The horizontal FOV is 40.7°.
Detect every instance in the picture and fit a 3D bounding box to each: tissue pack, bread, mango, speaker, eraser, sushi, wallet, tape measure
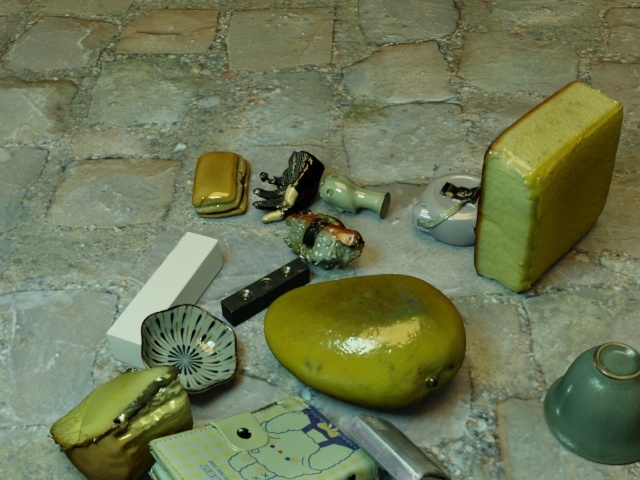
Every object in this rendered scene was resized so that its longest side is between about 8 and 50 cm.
[{"bbox_3d":[0.123,0.343,1.374,0.156,0.112,0.051,38,96,38],"label":"tissue pack"},{"bbox_3d":[-0.224,-0.133,1.949,0.116,0.077,0.200,-8,41,6],"label":"bread"},{"bbox_3d":[0.073,0.164,1.520,0.365,0.182,0.253,11,45,14],"label":"mango"},{"bbox_3d":[-0.321,0.308,1.403,0.204,0.162,0.262,-33,8,-27],"label":"bread"},{"bbox_3d":[-0.107,0.101,1.701,0.191,0.046,0.040,-29,50,-28],"label":"speaker"},{"bbox_3d":[0.441,-0.104,1.695,0.143,0.323,0.333,31,50,32],"label":"bread"},{"bbox_3d":[-0.295,0.110,1.676,0.076,0.078,0.298,15,45,18],"label":"eraser"},{"bbox_3d":[-0.003,0.002,1.769,0.103,0.097,0.226,-24,31,-29],"label":"sushi"},{"bbox_3d":[-0.091,0.354,1.356,0.309,0.077,0.223,-12,32,-39],"label":"wallet"},{"bbox_3d":[0.298,-0.080,1.836,0.178,0.105,0.196,13,43,16],"label":"tape measure"}]

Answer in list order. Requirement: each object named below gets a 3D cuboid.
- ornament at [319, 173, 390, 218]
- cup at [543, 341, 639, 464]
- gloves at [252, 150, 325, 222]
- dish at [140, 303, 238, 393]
[{"bbox_3d":[0.071,-0.095,1.891,0.156,0.081,0.075,17,6,17],"label":"ornament"},{"bbox_3d":[0.481,0.246,1.434,0.199,0.150,0.199,-2,42,1],"label":"cup"},{"bbox_3d":[-0.070,-0.106,1.906,0.129,0.106,0.180,25,79,39],"label":"gloves"},{"bbox_3d":[-0.243,0.207,1.557,0.191,0.066,0.190,15,45,-15],"label":"dish"}]
